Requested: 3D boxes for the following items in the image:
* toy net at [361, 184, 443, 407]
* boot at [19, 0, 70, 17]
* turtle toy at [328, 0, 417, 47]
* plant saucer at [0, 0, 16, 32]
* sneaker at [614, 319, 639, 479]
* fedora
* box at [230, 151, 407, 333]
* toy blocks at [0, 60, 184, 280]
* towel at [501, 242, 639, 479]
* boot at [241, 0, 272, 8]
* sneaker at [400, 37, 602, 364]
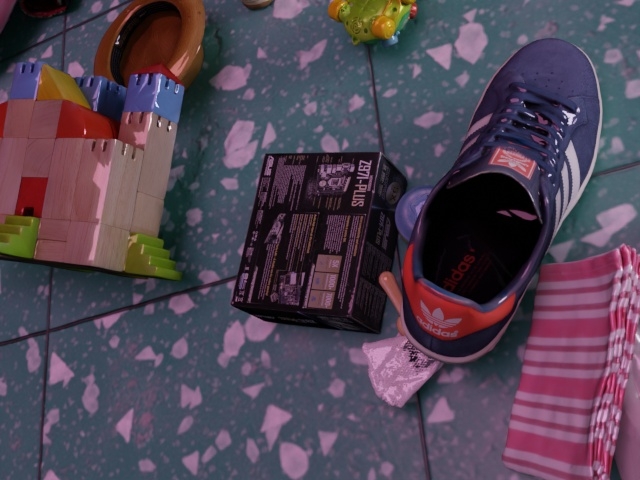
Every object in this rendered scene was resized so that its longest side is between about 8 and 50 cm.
[{"bbox_3d":[0.115,0.056,0.787,0.122,0.045,0.232,13,79,11],"label":"toy net"},{"bbox_3d":[-0.384,-0.461,1.237,0.237,0.085,0.178,-9,69,32],"label":"boot"},{"bbox_3d":[0.078,-0.281,0.922,0.095,0.066,0.130,34,88,34],"label":"turtle toy"},{"bbox_3d":[-0.610,-0.422,1.304,0.332,0.084,0.331,-15,66,37],"label":"plant saucer"},{"bbox_3d":[0.282,0.128,0.654,0.094,0.080,0.212,0,50,-7],"label":"sneaker"},{"bbox_3d":[-0.217,-0.250,1.063,0.194,0.079,0.194,-12,64,24],"label":"fedora"},{"bbox_3d":[0.000,0.000,0.846,0.148,0.077,0.180,2,72,29],"label":"box"},{"bbox_3d":[-0.327,-0.100,0.974,0.382,0.191,0.260,4,82,30],"label":"toy blocks"},{"bbox_3d":[0.208,0.106,0.666,0.029,0.144,0.197,18,76,-11],"label":"towel"},{"bbox_3d":[-0.093,-0.436,1.016,0.077,0.165,0.213,11,78,31],"label":"boot"},{"bbox_3d":[0.174,-0.061,0.704,0.131,0.148,0.349,18,71,15],"label":"sneaker"}]
